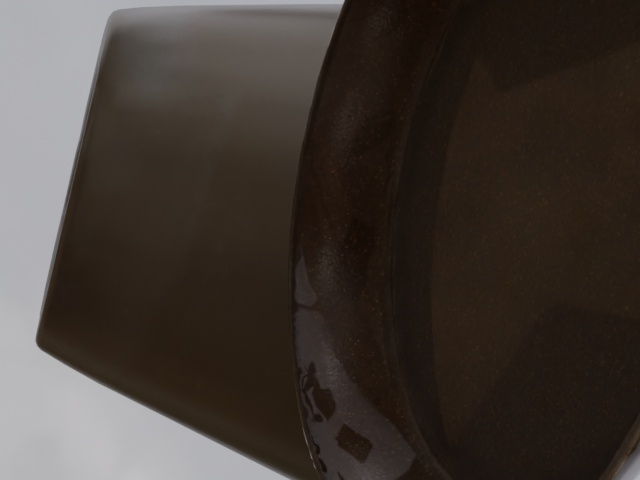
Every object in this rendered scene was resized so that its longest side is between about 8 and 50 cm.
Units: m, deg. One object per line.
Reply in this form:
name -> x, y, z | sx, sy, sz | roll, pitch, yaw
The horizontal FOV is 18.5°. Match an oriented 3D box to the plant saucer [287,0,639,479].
plant saucer -> 0.076, -0.020, 0.757 | 0.310, 0.050, 0.311 | -36, -131, 56

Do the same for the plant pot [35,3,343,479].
plant pot -> 0.000, 0.000, 1.076 | 0.280, 0.323, 0.323 | 12, -24, -8
